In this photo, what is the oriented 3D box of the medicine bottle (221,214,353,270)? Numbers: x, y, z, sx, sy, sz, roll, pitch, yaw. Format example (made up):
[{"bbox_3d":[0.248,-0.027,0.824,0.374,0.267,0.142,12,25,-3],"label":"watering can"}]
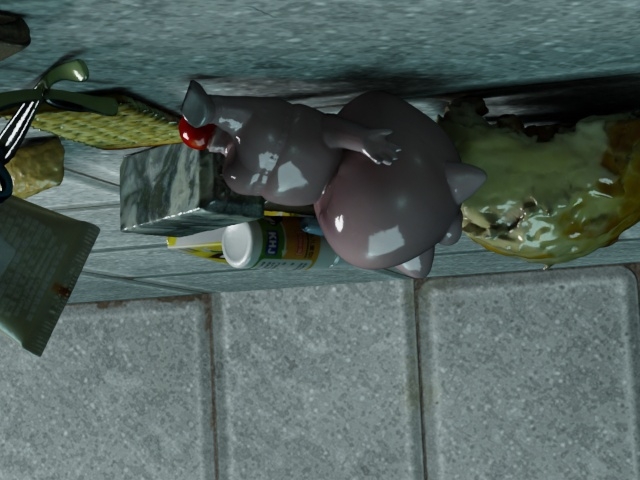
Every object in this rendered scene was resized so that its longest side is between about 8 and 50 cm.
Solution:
[{"bbox_3d":[0.000,0.000,1.776,0.220,0.061,0.092,3,162,-40],"label":"medicine bottle"}]

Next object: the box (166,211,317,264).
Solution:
[{"bbox_3d":[-0.078,-0.030,1.956,0.168,0.097,0.265,-4,173,13],"label":"box"}]

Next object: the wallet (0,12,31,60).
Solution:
[{"bbox_3d":[-0.301,-0.141,1.153,0.152,0.039,0.118,-14,170,43],"label":"wallet"}]

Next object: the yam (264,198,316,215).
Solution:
[{"bbox_3d":[-0.034,-0.066,1.749,0.127,0.084,0.084,0,174,-43],"label":"yam"}]

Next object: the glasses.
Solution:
[{"bbox_3d":[-0.270,-0.087,1.321,0.207,0.102,0.239,-8,179,14],"label":"glasses"}]

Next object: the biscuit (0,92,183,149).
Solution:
[{"bbox_3d":[-0.204,-0.114,1.523,0.139,0.016,0.231,-4,174,17],"label":"biscuit"}]

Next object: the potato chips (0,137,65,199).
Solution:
[{"bbox_3d":[-0.389,-0.049,1.779,0.080,0.057,0.407,-17,-179,-28],"label":"potato chips"}]

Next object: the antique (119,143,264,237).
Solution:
[{"bbox_3d":[-0.138,-0.059,1.699,0.086,0.088,0.183,5,170,-37],"label":"antique"}]

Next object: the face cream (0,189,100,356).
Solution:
[{"bbox_3d":[-0.365,-0.022,1.400,0.341,0.137,0.084,30,169,-31],"label":"face cream"}]

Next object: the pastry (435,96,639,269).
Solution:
[{"bbox_3d":[0.243,-0.056,1.568,0.236,0.170,0.256,-2,179,15],"label":"pastry"}]

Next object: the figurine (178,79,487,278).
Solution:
[{"bbox_3d":[0.008,-0.084,1.452,0.287,0.186,0.176,17,132,-2],"label":"figurine"}]
